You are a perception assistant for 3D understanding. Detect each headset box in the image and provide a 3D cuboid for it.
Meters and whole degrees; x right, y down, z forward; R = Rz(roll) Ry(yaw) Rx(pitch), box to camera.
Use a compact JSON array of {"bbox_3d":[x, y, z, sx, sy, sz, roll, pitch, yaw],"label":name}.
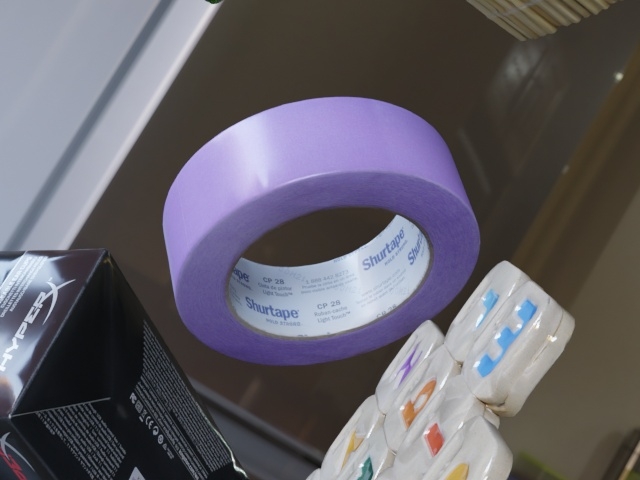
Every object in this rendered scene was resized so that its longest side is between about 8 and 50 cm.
[{"bbox_3d":[-0.213,0.117,0.678,0.293,0.110,0.218,-2,-46,26],"label":"headset box"}]

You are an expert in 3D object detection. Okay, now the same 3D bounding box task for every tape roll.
[{"bbox_3d":[0.000,0.000,1.096,0.275,0.275,0.090,38,29,-46],"label":"tape roll"}]

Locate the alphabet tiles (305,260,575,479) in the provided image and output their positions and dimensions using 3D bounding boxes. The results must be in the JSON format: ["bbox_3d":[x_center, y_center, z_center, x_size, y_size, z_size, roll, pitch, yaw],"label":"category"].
[{"bbox_3d":[0.026,0.136,0.612,0.021,0.284,0.278,36,5,-5],"label":"alphabet tiles"}]

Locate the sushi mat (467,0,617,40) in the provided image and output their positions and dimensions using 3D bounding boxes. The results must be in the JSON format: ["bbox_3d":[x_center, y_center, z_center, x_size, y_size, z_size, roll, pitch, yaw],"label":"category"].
[{"bbox_3d":[0.008,-0.186,0.476,0.316,0.019,0.151,31,-23,-20],"label":"sushi mat"}]

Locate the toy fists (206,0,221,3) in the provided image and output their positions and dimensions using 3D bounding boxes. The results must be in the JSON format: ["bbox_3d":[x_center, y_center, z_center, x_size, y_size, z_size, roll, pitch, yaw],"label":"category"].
[{"bbox_3d":[-0.048,-0.242,0.861,0.279,0.096,0.142,-12,-21,23],"label":"toy fists"}]
